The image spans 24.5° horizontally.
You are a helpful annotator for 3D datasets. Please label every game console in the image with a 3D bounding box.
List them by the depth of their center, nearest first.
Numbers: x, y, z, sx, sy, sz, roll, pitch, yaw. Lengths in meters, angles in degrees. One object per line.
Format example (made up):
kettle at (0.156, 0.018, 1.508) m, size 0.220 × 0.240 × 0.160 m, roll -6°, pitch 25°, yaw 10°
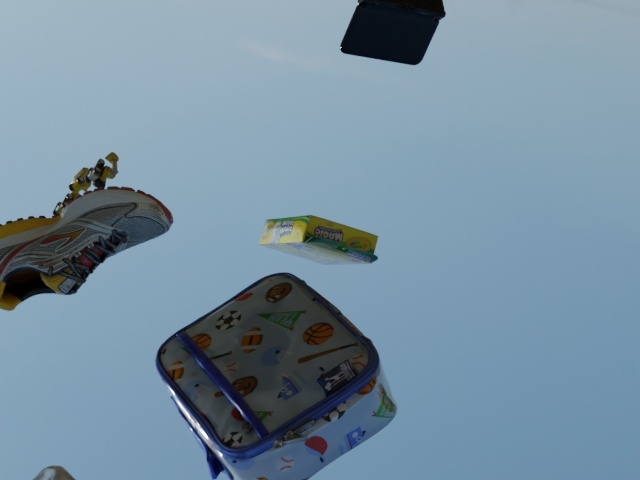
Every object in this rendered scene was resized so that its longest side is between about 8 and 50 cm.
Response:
game console at (0.081, -0.280, 1.772) m, size 0.122 × 0.107 × 0.071 m, roll 5°, pitch 156°, yaw -34°

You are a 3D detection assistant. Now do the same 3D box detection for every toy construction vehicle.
toy construction vehicle at (-0.308, -0.072, 1.961) m, size 0.035 × 0.086 × 0.098 m, roll 42°, pitch -155°, yaw -17°

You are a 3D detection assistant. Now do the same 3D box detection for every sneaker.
sneaker at (-0.260, 0.015, 1.583) m, size 0.225 × 0.088 × 0.092 m, roll -21°, pitch -127°, yaw 12°

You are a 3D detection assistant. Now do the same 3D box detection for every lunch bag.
lunch bag at (-0.063, 0.177, 1.801) m, size 0.243 × 0.115 × 0.303 m, roll -30°, pitch -146°, yaw -12°

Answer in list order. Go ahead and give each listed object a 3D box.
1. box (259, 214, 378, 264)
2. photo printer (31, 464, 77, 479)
box at (0.000, 0.000, 1.942) m, size 0.105 × 0.043 × 0.179 m, roll 17°, pitch 174°, yaw -23°
photo printer at (-0.257, 0.423, 1.511) m, size 0.307 × 0.256 × 0.107 m, roll 48°, pitch 166°, yaw -16°
